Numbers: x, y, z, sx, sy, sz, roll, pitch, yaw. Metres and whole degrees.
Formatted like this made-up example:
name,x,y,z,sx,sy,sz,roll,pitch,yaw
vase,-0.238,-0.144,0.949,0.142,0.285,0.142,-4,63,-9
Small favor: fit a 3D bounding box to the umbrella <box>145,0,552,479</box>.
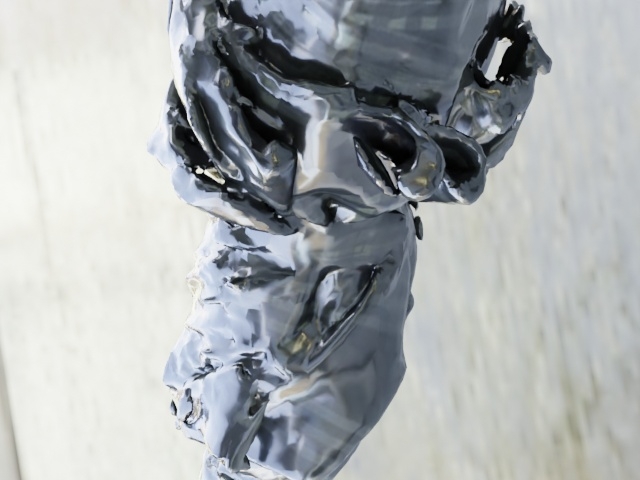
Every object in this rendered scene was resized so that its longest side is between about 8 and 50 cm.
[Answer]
name,x,y,z,sx,sy,sz,roll,pitch,yaw
umbrella,-0.005,0.003,0.726,0.128,0.154,0.336,28,117,23
